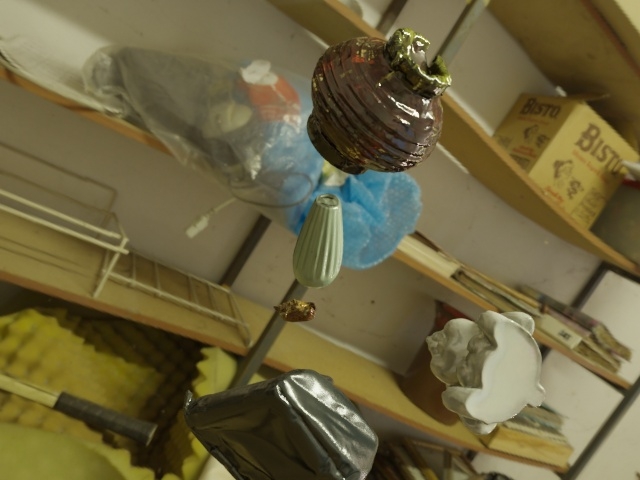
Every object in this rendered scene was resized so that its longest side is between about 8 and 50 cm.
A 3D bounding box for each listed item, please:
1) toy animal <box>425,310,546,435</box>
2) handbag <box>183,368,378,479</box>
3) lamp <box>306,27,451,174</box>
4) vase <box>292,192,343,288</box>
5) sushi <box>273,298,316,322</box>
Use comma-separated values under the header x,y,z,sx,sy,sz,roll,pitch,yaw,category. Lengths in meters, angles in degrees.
x,y,z,sx,sy,sz,roll,pitch,yaw,category
0.346,0.273,1.197,0.206,0.271,0.265,25,-7,-11,toy animal
-0.077,0.341,1.028,0.275,0.302,0.178,56,36,-9,handbag
0.097,-0.225,0.883,0.247,0.247,0.247,31,7,-4,lamp
0.000,0.000,1.373,0.128,0.248,0.128,7,34,-5,vase
-0.063,0.172,1.356,0.061,0.118,0.060,-71,148,-64,sushi
